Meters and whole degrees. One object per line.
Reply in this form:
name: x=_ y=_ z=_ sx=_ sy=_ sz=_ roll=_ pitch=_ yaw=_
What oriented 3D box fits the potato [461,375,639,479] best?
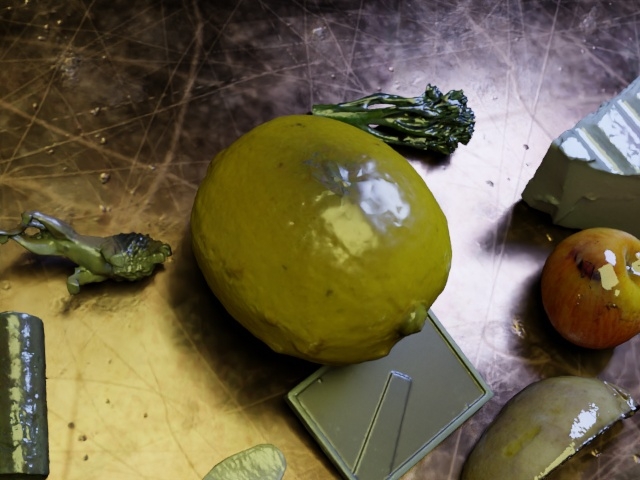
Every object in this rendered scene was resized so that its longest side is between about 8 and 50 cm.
potato: x=0.244 y=0.204 z=1.427 sx=0.261 sy=0.120 sz=0.100 roll=-31 pitch=71 yaw=-26

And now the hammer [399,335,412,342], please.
hammer: x=0.062 y=0.045 z=1.501 sx=0.065 sy=0.021 sz=0.178 roll=0 pitch=64 yaw=-17

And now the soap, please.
soap: x=0.425 y=-0.042 z=1.562 sx=0.258 sy=0.159 sz=0.302 roll=-34 pitch=77 yaw=-30

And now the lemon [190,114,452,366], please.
lemon: x=-0.002 y=-0.002 z=1.372 sx=0.284 sy=0.260 sz=0.260 roll=14 pitch=59 yaw=24

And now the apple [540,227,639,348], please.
apple: x=0.327 y=0.053 z=1.509 sx=0.146 sy=0.146 sz=0.146 roll=6 pitch=65 yaw=-13

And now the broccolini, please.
broccolini: x=0.093 y=-0.148 z=1.571 sx=0.202 sy=0.068 sz=0.091 roll=-1 pitch=86 yaw=-15

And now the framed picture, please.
framed picture: x=0.078 y=0.172 z=1.432 sx=0.203 sy=0.015 sz=0.150 roll=-37 pitch=88 yaw=-24

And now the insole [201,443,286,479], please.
insole: x=-0.111 y=0.278 z=1.347 sx=0.063 sy=0.010 sz=0.192 roll=46 pitch=62 yaw=7

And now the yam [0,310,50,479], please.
yam: x=-0.308 y=0.161 z=1.315 sx=0.068 sy=0.068 sz=0.169 roll=-1 pitch=70 yaw=-16

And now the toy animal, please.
toy animal: x=-0.260 y=0.012 z=1.370 sx=0.220 sy=0.069 sz=0.086 roll=17 pitch=27 yaw=-34
